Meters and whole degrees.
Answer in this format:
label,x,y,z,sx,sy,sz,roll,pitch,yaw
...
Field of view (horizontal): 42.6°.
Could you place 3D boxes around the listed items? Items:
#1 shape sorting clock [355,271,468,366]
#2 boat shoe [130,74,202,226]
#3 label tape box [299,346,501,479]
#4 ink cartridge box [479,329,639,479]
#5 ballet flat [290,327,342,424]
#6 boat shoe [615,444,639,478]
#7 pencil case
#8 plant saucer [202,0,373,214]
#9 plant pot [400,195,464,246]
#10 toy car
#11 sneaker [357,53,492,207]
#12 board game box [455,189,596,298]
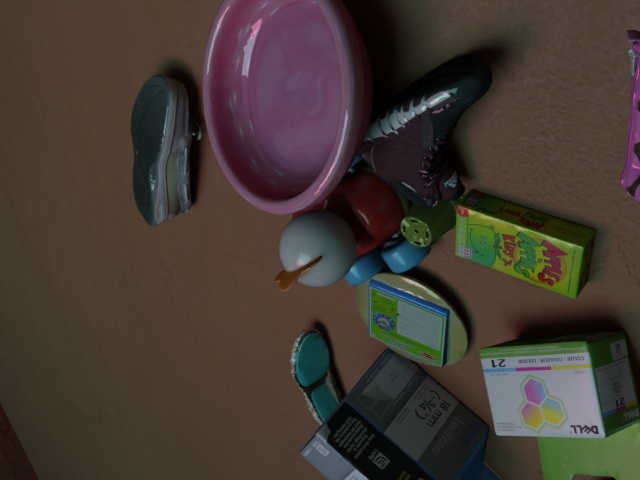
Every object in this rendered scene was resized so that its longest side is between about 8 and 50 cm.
label,x,y,z,sx,sy,sz,roll,pitch,yaw
shape sorting clock,0.150,0.130,1.358,0.206,0.040,0.206,23,137,23
boat shoe,-0.271,-0.161,1.474,0.118,0.103,0.320,48,142,33
label tape box,0.169,0.376,1.400,0.334,0.241,0.106,40,141,8
ink cartridge box,0.347,0.264,1.155,0.189,0.097,0.255,-15,84,50
ballet flat,-0.019,0.264,1.618,0.077,0.091,0.240,35,144,53
boat shoe,0.544,0.338,1.138,0.258,0.095,0.095,27,172,29
pencil case,0.369,-0.130,0.866,0.098,0.095,0.209,-6,124,6
plant saucer,-0.042,-0.203,1.125,0.332,0.084,0.331,11,105,49
plant pot,0.156,-0.032,1.172,0.083,0.079,0.083,26,139,25
toy car,0.000,0.000,1.222,0.210,0.238,0.219,-20,107,51
sneaker,0.160,-0.130,1.077,0.162,0.106,0.281,49,154,-12
board game box,0.274,0.004,1.118,0.181,0.043,0.092,22,136,30
